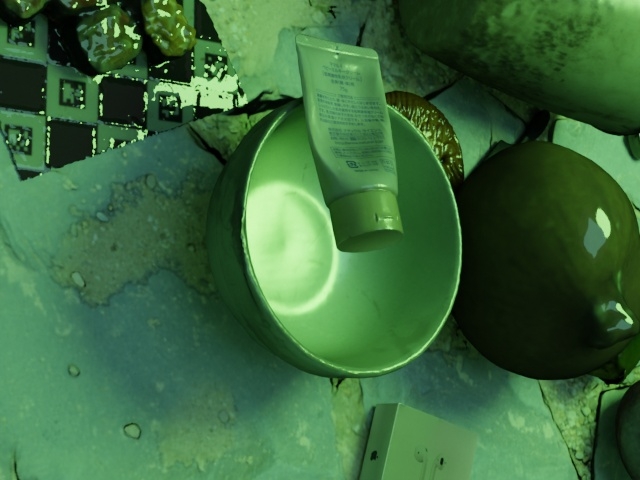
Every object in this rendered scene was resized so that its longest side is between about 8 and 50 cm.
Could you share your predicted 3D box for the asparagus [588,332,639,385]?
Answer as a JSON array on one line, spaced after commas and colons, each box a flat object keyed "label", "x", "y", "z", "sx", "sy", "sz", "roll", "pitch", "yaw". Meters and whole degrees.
[{"label": "asparagus", "x": 0.461, "y": 0.059, "z": 1.663, "sx": 0.382, "sy": 0.108, "sz": 0.128, "roll": -38, "pitch": 104, "yaw": -35}]

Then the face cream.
[{"label": "face cream", "x": 0.032, "y": -0.103, "z": 1.228, "sx": 0.114, "sy": 0.070, "sz": 0.224, "roll": 4, "pitch": 67, "yaw": -40}]

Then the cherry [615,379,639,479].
[{"label": "cherry", "x": 0.499, "y": 0.263, "z": 1.608, "sx": 0.213, "sy": 0.183, "sz": 0.266, "roll": -13, "pitch": 87, "yaw": -30}]

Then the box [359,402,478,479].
[{"label": "box", "x": 0.113, "y": 0.274, "z": 1.415, "sx": 0.130, "sy": 0.051, "sz": 0.129, "roll": 25, "pitch": 69, "yaw": -30}]

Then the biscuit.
[{"label": "biscuit", "x": 0.108, "y": -0.095, "z": 1.483, "sx": 0.188, "sy": 0.027, "sz": 0.187, "roll": 6, "pitch": 80, "yaw": -34}]

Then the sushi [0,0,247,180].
[{"label": "sushi", "x": -0.229, "y": -0.239, "z": 1.248, "sx": 0.294, "sy": 0.059, "sz": 0.292, "roll": -28, "pitch": 100, "yaw": -35}]

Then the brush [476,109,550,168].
[{"label": "brush", "x": 0.261, "y": -0.115, "z": 1.600, "sx": 0.193, "sy": 0.016, "sz": 0.063, "roll": -48, "pitch": 110, "yaw": -30}]

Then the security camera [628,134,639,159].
[{"label": "security camera", "x": 0.468, "y": -0.165, "z": 1.737, "sx": 0.058, "sy": 0.058, "sz": 0.092, "roll": -45, "pitch": 117, "yaw": -31}]

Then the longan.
[{"label": "longan", "x": 0.269, "y": 0.030, "z": 1.430, "sx": 0.243, "sy": 0.300, "sz": 0.300, "roll": -26, "pitch": 99, "yaw": -8}]

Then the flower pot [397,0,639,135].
[{"label": "flower pot", "x": 0.285, "y": -0.301, "z": 1.493, "sx": 0.330, "sy": 0.293, "sz": 0.293, "roll": 8, "pitch": 78, "yaw": -26}]

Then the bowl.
[{"label": "bowl", "x": 0.000, "y": 0.000, "z": 1.308, "sx": 0.307, "sy": 0.163, "sz": 0.307, "roll": 7, "pitch": 78, "yaw": -35}]
